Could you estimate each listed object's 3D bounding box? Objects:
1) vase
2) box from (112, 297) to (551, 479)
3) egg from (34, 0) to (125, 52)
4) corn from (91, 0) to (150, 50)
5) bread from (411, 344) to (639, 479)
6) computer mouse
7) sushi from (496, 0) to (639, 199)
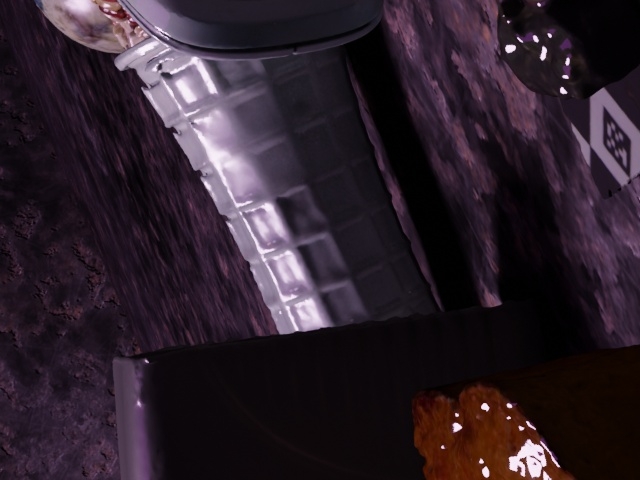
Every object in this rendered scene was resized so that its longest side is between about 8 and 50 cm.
[{"bbox_3d":[0.000,0.000,1.189,0.299,0.143,0.143,67,169,-4],"label":"vase"},{"bbox_3d":[0.023,0.131,1.047,0.138,0.274,0.178,167,95,-77],"label":"box"},{"bbox_3d":[-0.148,-0.216,1.455,0.182,0.141,0.141,-109,5,-56],"label":"egg"},{"bbox_3d":[-0.101,-0.161,1.290,0.098,0.098,0.290,63,-175,23],"label":"corn"},{"bbox_3d":[0.131,0.153,0.849,0.247,0.135,0.232,120,127,-75],"label":"bread"},{"bbox_3d":[-0.079,-0.199,1.097,0.288,0.159,0.097,63,147,24],"label":"computer mouse"},{"bbox_3d":[0.081,-0.129,0.788,0.231,0.047,0.220,129,119,-77],"label":"sushi"}]
